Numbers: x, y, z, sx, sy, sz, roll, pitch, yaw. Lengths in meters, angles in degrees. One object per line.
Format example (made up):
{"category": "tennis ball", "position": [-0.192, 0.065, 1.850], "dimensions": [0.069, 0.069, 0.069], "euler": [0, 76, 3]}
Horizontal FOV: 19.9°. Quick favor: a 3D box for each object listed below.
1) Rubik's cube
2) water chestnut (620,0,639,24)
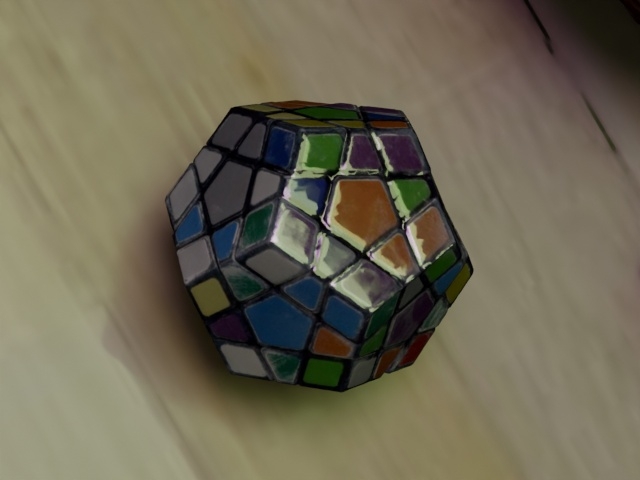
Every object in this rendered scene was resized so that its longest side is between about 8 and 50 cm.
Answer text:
{"category": "Rubik's cube", "position": [0.000, 0.000, 0.641], "dimensions": [0.093, 0.111, 0.111], "euler": [31, 65, -40]}
{"category": "water chestnut", "position": [0.229, -0.203, 0.647], "dimensions": [0.350, 0.350, 0.302], "euler": [-19, 39, -25]}
